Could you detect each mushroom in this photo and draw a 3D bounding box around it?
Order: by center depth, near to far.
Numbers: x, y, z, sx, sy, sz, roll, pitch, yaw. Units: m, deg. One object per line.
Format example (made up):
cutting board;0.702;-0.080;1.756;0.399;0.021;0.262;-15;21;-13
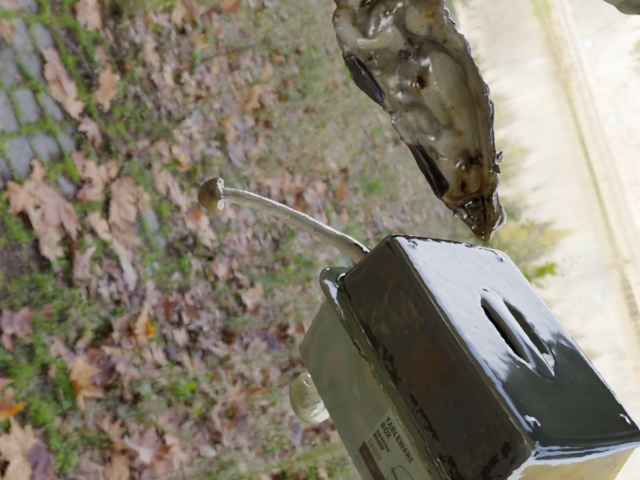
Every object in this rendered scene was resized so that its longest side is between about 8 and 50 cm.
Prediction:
mushroom;-0.001;0.002;1.007;0.068;0.306;0.043;-60;173;-37

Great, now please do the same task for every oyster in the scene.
oyster;0.118;-0.153;0.947;0.345;0.128;0.078;62;13;-14

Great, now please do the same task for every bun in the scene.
bun;-0.009;0.252;1.403;0.086;0.055;0.086;21;50;-27

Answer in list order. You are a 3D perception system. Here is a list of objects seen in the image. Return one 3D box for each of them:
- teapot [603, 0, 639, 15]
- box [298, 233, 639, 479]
teapot;0.533;-0.428;1.399;0.220;0.149;0.318;-37;104;-29
box;0.126;0.134;0.773;0.220;0.166;0.290;8;38;-39
